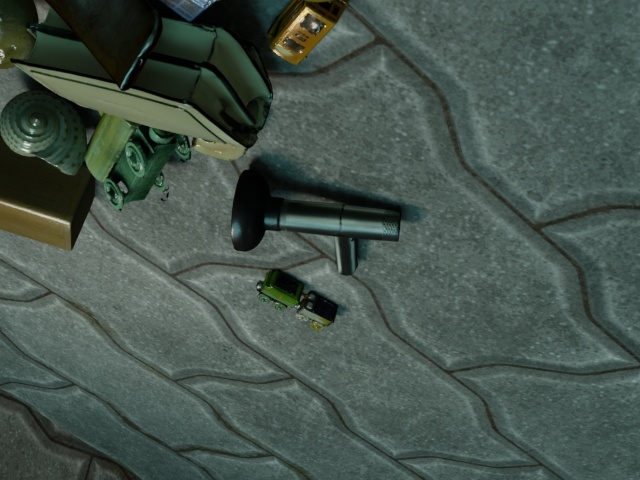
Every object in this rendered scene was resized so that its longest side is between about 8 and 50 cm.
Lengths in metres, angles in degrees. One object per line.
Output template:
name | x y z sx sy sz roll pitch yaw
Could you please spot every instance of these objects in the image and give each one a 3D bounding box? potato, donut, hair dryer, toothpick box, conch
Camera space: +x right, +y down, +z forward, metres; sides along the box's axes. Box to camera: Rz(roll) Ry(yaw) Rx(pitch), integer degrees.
potato | -0.574 -0.390 1.714 0.178 0.160 0.235 -37 109 19
donut | -0.166 -0.204 1.850 0.108 0.065 0.166 24 149 -4
hair dryer | -0.018 0.011 2.036 0.320 0.156 0.284 12 140 -1
toothpick box | -0.651 -0.113 2.199 0.308 0.188 0.190 18 150 -3
conch | -0.523 -0.218 1.991 0.172 0.131 0.200 25 -171 -9

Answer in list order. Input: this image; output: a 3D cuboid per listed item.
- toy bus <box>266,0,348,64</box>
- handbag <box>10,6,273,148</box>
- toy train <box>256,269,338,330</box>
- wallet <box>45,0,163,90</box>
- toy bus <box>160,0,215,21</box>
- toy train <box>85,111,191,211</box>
toy bus | -0.027 -0.320 1.559 0.069 0.074 0.162 29 148 -17
handbag | -0.278 -0.273 1.676 0.358 0.160 0.237 16 166 21
toy train | -0.050 0.138 2.349 0.202 0.060 0.081 28 144 -17
wallet | -0.325 -0.351 1.550 0.255 0.137 0.031 49 -159 26
toy bus | -0.237 -0.430 1.469 0.234 0.116 0.133 33 152 -24
toy train | -0.349 -0.180 1.964 0.190 0.126 0.307 66 150 11
